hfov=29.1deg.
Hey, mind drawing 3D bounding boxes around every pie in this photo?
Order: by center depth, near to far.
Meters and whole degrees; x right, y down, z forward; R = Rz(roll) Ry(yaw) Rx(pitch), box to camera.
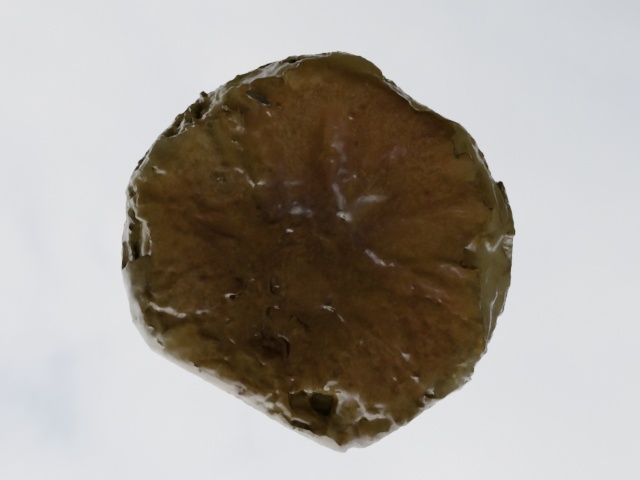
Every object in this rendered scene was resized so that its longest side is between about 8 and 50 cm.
[{"bbox_3d":[0.000,0.000,0.599,0.195,0.195,0.046,30,-178,0],"label":"pie"}]
